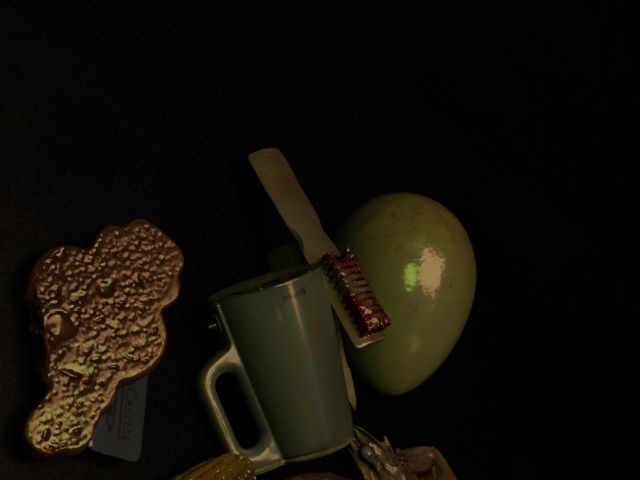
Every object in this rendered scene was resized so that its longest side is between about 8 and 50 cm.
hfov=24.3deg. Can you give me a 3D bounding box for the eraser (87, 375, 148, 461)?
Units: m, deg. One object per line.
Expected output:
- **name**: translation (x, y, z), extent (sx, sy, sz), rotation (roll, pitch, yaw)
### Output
- **eraser**: translation (-0.252, 0.158, 1.819), extent (0.082, 0.036, 0.225), rotation (24, 59, -39)

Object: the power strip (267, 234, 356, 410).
- **power strip**: translation (-0.009, 0.130, 2.079), extent (0.048, 0.080, 0.286), rotation (-9, 84, -44)

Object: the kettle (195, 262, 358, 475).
- **kettle**: translation (-0.063, 0.175, 1.960), extent (0.210, 0.160, 0.243), rotation (-19, 96, -31)

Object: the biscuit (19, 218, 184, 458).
- **biscuit**: translation (-0.274, 0.112, 1.765), extent (0.183, 0.047, 0.320), rotation (17, 63, -13)

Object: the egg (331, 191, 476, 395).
- **egg**: translation (0.112, 0.075, 2.130), extent (0.218, 0.218, 0.295), rotation (23, 67, -42)

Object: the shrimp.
- **shrimp**: translation (0.135, 0.353, 2.173), extent (0.317, 0.062, 0.164), rotation (52, 39, -28)

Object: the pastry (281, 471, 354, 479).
- **pastry**: translation (-0.032, 0.432, 1.843), extent (0.315, 0.184, 0.284), rotation (-16, 100, -59)

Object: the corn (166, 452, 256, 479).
- **corn**: translation (-0.190, 0.339, 1.779), extent (0.320, 0.097, 0.097), rotation (-24, 94, -51)

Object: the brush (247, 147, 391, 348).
- **brush**: translation (0.000, 0.000, 2.035), extent (0.060, 0.050, 0.321), rotation (-15, 66, -39)
